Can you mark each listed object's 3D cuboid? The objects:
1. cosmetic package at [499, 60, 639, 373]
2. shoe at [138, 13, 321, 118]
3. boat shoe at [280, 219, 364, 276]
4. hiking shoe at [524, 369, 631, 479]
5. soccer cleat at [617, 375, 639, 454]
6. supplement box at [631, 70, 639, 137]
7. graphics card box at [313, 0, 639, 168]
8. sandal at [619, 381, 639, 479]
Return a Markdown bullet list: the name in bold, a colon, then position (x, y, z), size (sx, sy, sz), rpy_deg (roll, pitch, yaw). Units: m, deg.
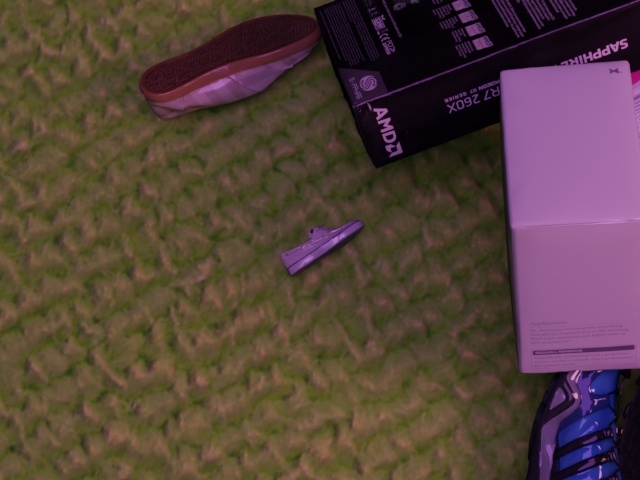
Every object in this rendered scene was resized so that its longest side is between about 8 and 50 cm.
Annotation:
- **cosmetic package**: position (0.255, -0.023, 1.675), size (0.138, 0.224, 0.224), rpy_deg (-3, 47, 6)
- **shoe**: position (-0.099, -0.199, 1.906), size (0.219, 0.058, 0.076), rpy_deg (-21, 46, -3)
- **boat shoe**: position (0.000, 0.000, 1.859), size (0.100, 0.035, 0.035), rpy_deg (-33, 79, 5)
- **hiking shoe**: position (0.280, 0.231, 1.741), size (0.132, 0.113, 0.304), rpy_deg (22, 87, 14)
- **soccer cleat**: position (0.386, 0.262, 1.750), size (0.121, 0.093, 0.289), rpy_deg (10, 72, -23)
- **supplement box**: position (0.409, -0.172, 1.813), size (0.220, 0.114, 0.111), rpy_deg (-30, 76, 0)
- **graphics card box**: position (0.194, -0.231, 1.797), size (0.371, 0.094, 0.233), rpy_deg (-20, 37, 0)
- **sandal**: position (0.421, 0.110, 1.676), size (0.107, 0.167, 0.445), rpy_deg (39, 52, -21)
